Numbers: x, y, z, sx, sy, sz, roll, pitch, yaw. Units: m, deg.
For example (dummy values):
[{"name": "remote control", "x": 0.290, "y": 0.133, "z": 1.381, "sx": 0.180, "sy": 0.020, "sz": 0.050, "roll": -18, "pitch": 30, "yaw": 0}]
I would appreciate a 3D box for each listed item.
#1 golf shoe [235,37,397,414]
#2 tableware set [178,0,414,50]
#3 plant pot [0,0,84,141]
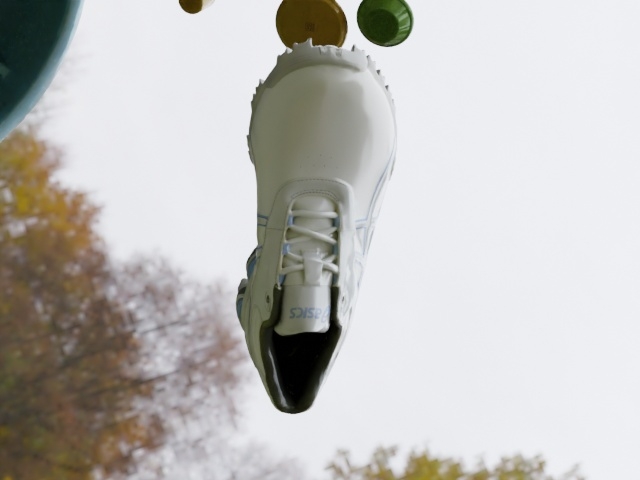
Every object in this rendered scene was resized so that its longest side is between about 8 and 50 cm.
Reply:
[{"name": "golf shoe", "x": 0.000, "y": 0.000, "z": 0.656, "sx": 0.086, "sy": 0.069, "sz": 0.176, "roll": -95, "pitch": -172, "yaw": -51}, {"name": "tableware set", "x": -0.019, "y": -0.164, "z": 0.943, "sx": 0.154, "sy": 0.024, "sz": 0.104, "roll": 1, "pitch": -62, "yaw": 17}, {"name": "plant pot", "x": -0.383, "y": -0.245, "z": 1.039, "sx": 0.334, "sy": 0.341, "sz": 0.341, "roll": 50, "pitch": -38, "yaw": 39}]
